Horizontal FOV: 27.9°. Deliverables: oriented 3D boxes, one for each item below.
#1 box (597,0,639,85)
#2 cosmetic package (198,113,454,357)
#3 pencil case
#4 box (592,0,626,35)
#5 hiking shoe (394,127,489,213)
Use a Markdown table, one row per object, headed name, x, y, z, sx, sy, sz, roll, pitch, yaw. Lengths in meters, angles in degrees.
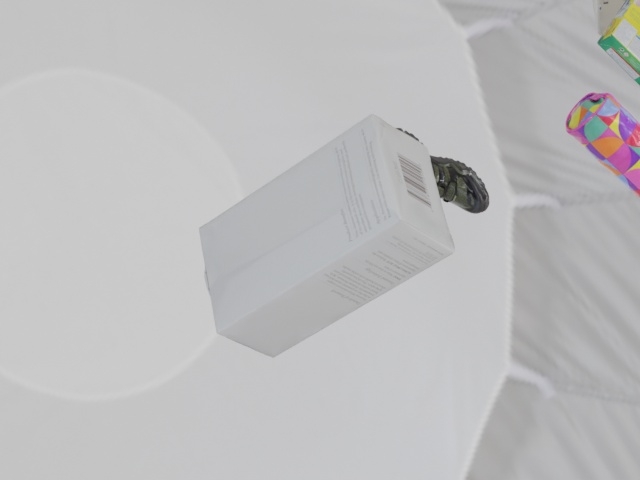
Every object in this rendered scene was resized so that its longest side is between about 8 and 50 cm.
| name | x | y | z | sx | sy | sz | roll | pitch | yaw |
| --- | --- | --- | --- | --- | --- | --- | --- | --- | --- |
| box | 0.511 | -0.334 | 1.996 | 0.179 | 0.105 | 0.043 | -52 | 10 | -26 |
| cosmetic package | 0.000 | 0.000 | 2.055 | 0.385 | 0.217 | 0.156 | -31 | -38 | 28 |
| pencil case | 0.525 | -0.153 | 2.192 | 0.104 | 0.236 | 0.104 | -45 | 20 | 21 |
| box | 0.522 | -0.493 | 2.215 | 0.127 | 0.232 | 0.148 | -8 | -21 | 10 |
| hiking shoe | 0.183 | -0.098 | 2.251 | 0.114 | 0.227 | 0.086 | -47 | -19 | -34 |
